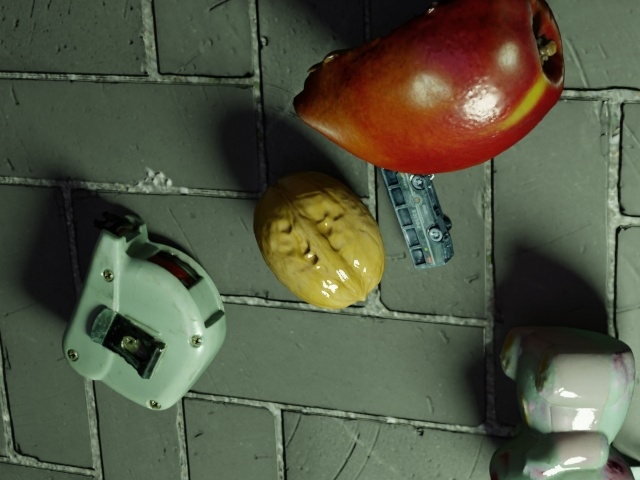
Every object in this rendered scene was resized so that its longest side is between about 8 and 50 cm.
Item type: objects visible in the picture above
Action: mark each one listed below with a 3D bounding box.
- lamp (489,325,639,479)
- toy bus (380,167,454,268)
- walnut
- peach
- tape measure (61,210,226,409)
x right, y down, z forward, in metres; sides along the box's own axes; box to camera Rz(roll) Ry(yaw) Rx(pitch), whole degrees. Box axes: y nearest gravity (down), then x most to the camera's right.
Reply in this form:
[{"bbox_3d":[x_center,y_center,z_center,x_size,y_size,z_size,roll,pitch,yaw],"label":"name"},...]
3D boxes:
[{"bbox_3d":[0.347,0.274,1.753,0.247,0.247,0.301,1,99,-20],"label":"lamp"},{"bbox_3d":[0.134,-0.044,1.800,0.065,0.047,0.166,-13,103,29],"label":"toy bus"},{"bbox_3d":[0.000,0.000,1.811,0.159,0.159,0.207,-39,86,28],"label":"walnut"},{"bbox_3d":[0.143,-0.179,1.627,0.361,0.258,0.201,-25,92,24],"label":"peach"},{"bbox_3d":[-0.269,0.118,1.974,0.246,0.125,0.243,29,116,11],"label":"tape measure"}]
